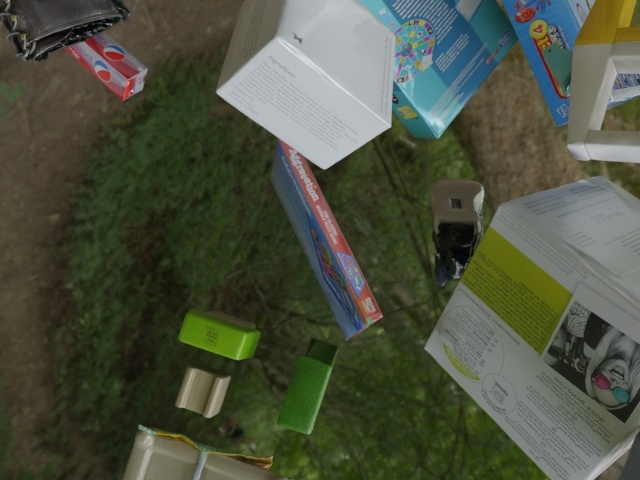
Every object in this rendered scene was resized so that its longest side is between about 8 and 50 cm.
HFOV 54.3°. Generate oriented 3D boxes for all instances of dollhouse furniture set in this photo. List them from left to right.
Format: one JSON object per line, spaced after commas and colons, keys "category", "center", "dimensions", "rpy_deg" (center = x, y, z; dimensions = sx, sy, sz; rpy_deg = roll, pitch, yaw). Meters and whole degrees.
{"category": "dollhouse furniture set", "center": [-0.117, 0.255, 0.790], "dimensions": [0.198, 0.301, 0.151], "rpy_deg": [18, 178, 4]}

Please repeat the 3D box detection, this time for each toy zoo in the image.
{"category": "toy zoo", "center": [0.314, -0.146, 0.469], "dimensions": [0.293, 0.192, 0.030], "rpy_deg": [12, 168, 39]}

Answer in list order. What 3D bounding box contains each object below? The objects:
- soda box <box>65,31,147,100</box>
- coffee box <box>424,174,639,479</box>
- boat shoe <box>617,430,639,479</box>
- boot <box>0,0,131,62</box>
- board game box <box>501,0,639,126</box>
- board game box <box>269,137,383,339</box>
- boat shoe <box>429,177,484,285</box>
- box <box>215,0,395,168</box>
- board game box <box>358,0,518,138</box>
{"category": "soda box", "center": [-0.620, -0.525, 1.768], "dimensions": [0.083, 0.263, 0.092], "rpy_deg": [-47, 176, -39]}
{"category": "coffee box", "center": [0.445, 0.137, 1.039], "dimensions": [0.338, 0.338, 0.334], "rpy_deg": [-14, 136, -38]}
{"category": "boat shoe", "center": [0.404, 0.360, 0.779], "dimensions": [0.113, 0.105, 0.306], "rpy_deg": [-6, -156, 45]}
{"category": "boot", "center": [-0.373, -0.307, 0.693], "dimensions": [0.263, 0.229, 0.091], "rpy_deg": [-28, -174, -27]}
{"category": "board game box", "center": [0.413, -0.355, 1.032], "dimensions": [0.086, 0.301, 0.308], "rpy_deg": [-25, 178, 39]}
{"category": "board game box", "center": [0.000, 0.000, 0.890], "dimensions": [0.027, 0.281, 0.145], "rpy_deg": [-22, 168, -14]}
{"category": "boat shoe", "center": [0.297, -0.024, 1.391], "dimensions": [0.127, 0.158, 0.340], "rpy_deg": [6, -156, 14]}
{"category": "box", "center": [-0.010, -0.221, 0.774], "dimensions": [0.182, 0.181, 0.119], "rpy_deg": [32, 138, -30]}
{"category": "board game box", "center": [0.162, -0.383, 1.065], "dimensions": [0.253, 0.336, 0.079], "rpy_deg": [-50, -152, -10]}
